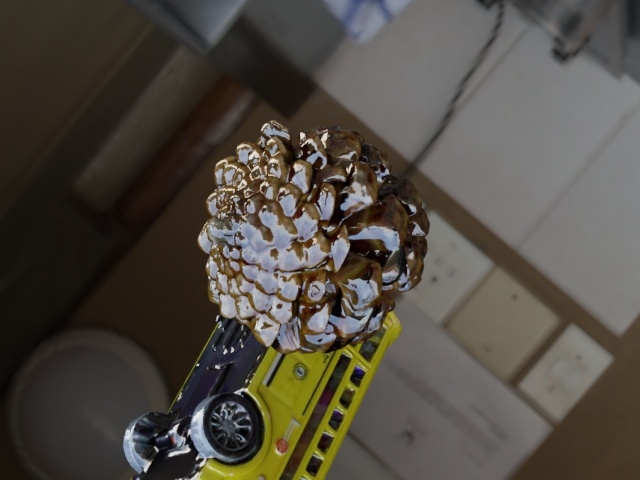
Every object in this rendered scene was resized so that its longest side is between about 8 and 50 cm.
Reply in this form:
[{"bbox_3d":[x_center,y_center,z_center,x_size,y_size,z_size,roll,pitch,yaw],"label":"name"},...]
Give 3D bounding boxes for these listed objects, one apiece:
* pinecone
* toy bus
[{"bbox_3d":[0.000,0.000,1.056,0.173,0.173,0.173,40,-177,-2],"label":"pinecone"},{"bbox_3d":[-0.037,0.115,1.400,0.151,0.331,0.145,41,147,-18],"label":"toy bus"}]
